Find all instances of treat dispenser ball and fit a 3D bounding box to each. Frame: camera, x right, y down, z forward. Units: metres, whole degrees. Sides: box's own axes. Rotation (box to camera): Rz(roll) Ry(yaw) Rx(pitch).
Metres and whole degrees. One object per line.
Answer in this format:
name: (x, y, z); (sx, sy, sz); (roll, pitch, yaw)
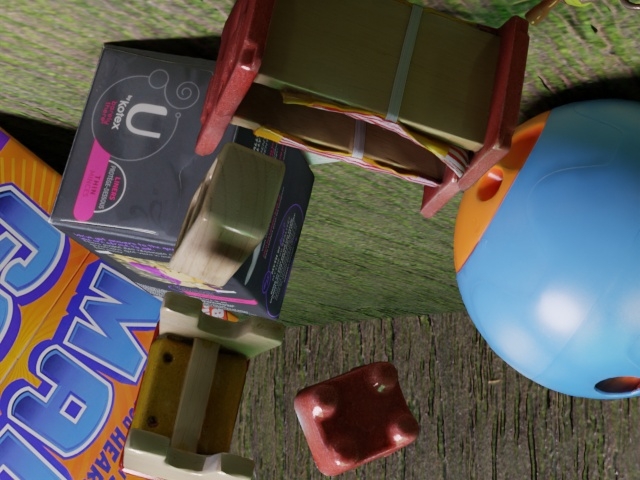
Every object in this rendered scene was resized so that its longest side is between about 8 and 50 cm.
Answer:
treat dispenser ball: (0.272, 0.008, 1.127); (0.288, 0.288, 0.288); (-1, 168, 0)

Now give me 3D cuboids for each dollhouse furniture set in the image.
dollhouse furniture set: (0.000, 0.000, 0.806); (0.201, 0.374, 0.152); (17, 159, -12)

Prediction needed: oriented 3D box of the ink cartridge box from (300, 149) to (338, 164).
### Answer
ink cartridge box: (0.008, -0.129, 1.093); (0.145, 0.045, 0.179); (-6, 155, 24)

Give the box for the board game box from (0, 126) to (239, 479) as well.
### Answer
board game box: (-0.382, 0.143, 1.249); (0.356, 0.357, 0.356); (40, 151, -20)

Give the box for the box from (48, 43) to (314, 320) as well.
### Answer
box: (-0.113, -0.042, 1.064); (0.143, 0.165, 0.270); (11, 166, 13)

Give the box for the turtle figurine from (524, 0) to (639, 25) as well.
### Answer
turtle figurine: (0.188, -0.182, 0.705); (0.217, 0.087, 0.269); (10, 164, -42)
